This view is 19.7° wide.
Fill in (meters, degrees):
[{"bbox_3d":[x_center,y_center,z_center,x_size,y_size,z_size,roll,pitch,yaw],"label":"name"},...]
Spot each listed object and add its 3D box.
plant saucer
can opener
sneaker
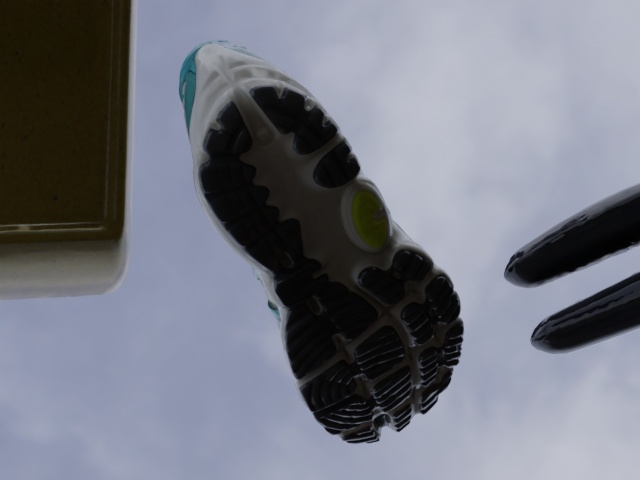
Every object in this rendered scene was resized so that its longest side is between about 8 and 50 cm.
[{"bbox_3d":[-0.249,-0.115,1.257,0.332,0.081,0.333,-3,-82,-39],"label":"plant saucer"},{"bbox_3d":[0.145,-0.014,0.587,0.186,0.059,0.073,-31,-29,14],"label":"can opener"},{"bbox_3d":[0.000,0.000,1.043,0.107,0.110,0.275,-29,-56,-5],"label":"sneaker"}]
